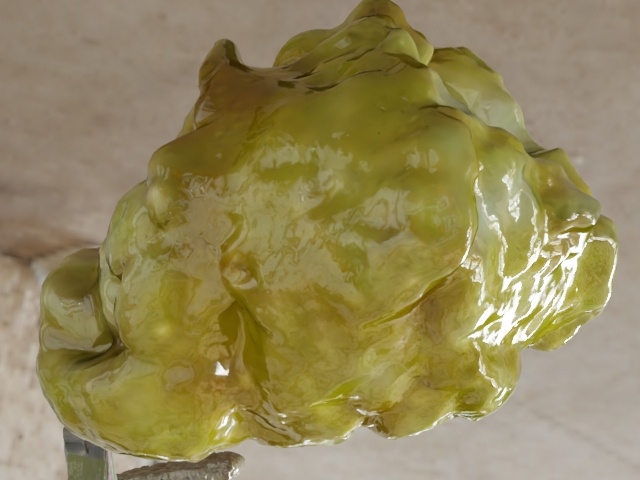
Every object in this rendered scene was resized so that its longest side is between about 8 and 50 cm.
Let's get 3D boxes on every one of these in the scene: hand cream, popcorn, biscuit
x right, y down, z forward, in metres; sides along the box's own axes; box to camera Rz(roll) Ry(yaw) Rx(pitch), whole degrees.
[{"bbox_3d":[-0.177,0.269,1.486,0.055,0.235,0.086,-6,180,-35],"label":"hand cream"},{"bbox_3d":[0.010,0.008,1.112,0.293,0.292,0.334,39,-162,15],"label":"popcorn"},{"bbox_3d":[-0.183,0.270,2.047,0.289,0.038,0.141,-14,178,38],"label":"biscuit"}]
